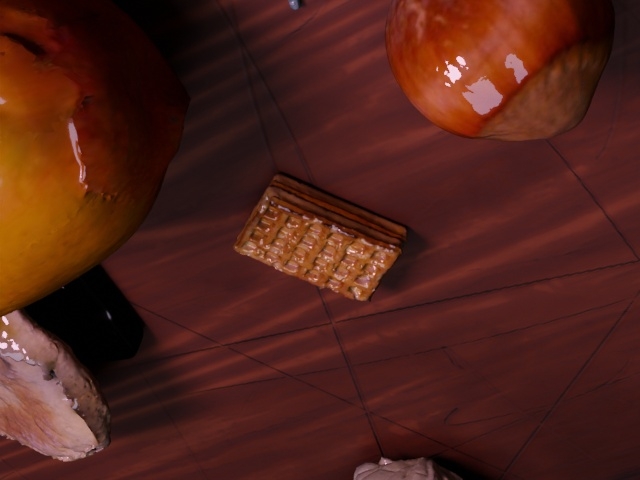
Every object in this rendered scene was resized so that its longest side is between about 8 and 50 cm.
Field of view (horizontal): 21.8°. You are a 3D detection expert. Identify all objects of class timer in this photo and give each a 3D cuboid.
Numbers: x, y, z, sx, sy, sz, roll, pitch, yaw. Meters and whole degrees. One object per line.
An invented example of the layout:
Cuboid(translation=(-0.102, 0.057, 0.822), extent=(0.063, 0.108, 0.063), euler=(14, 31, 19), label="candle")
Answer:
Cuboid(translation=(-0.290, 0.069, 1.771), extent=(0.144, 0.055, 0.187), euler=(-8, 135, 26), label="timer")

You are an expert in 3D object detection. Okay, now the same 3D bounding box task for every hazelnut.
Cuboid(translation=(0.142, -0.162, 1.287), extent=(0.182, 0.182, 0.182), euler=(9, 140, 7), label="hazelnut")

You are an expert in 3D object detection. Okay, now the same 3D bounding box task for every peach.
Cuboid(translation=(-0.293, -0.084, 1.403), extent=(0.372, 0.290, 0.373), euler=(12, 141, 10), label="peach")

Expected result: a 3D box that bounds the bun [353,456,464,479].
Cuboid(translation=(0.094, 0.314, 1.884), extent=(0.204, 0.127, 0.212), euler=(13, 155, -41), label="bun")

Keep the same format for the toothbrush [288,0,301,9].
Cuboid(translation=(-0.039, -0.250, 1.348), extent=(0.011, 0.014, 0.167), euler=(15, 144, 27), label="toothbrush")

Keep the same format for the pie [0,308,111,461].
Cuboid(translation=(-0.356, 0.136, 1.802), extent=(0.337, 0.075, 0.337), euler=(24, 153, 13), label="pie")

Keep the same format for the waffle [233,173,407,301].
Cuboid(translation=(0.000, -0.001, 1.607), extent=(0.148, 0.042, 0.102), euler=(22, 142, -9), label="waffle")
